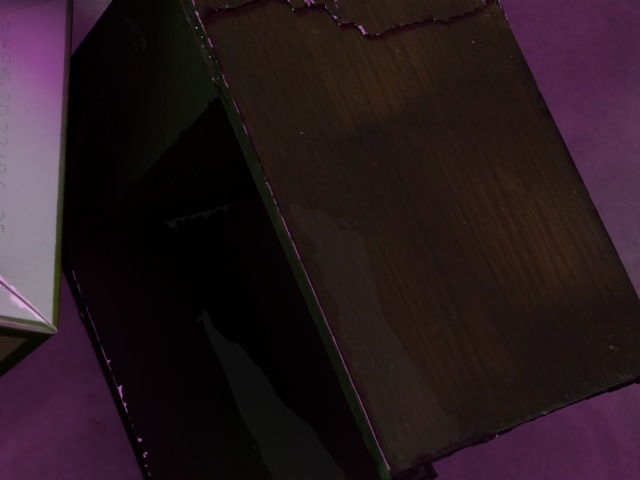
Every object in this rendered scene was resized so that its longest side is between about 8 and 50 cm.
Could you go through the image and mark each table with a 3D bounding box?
[{"bbox_3d":[0.000,0.000,0.867,0.196,0.250,0.282,-16,76,-34],"label":"table"}]

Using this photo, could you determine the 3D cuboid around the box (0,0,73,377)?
[{"bbox_3d":[-0.236,-0.034,0.813,0.177,0.148,0.195,11,64,-29],"label":"box"}]
